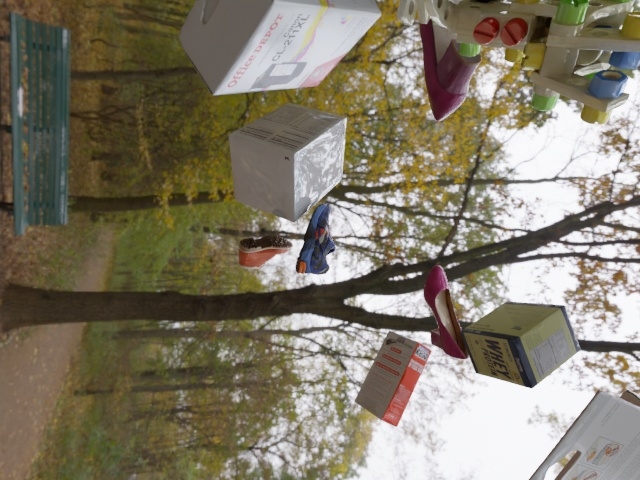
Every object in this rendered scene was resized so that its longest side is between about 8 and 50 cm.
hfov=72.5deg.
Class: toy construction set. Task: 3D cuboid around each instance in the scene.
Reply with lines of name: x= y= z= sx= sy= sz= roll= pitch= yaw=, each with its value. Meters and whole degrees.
toy construction set: x=0.241 y=-0.276 z=0.559 sx=0.327 sy=0.215 sz=0.151 roll=33 pitch=-34 yaw=17

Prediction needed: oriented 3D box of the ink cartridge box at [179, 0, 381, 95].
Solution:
ink cartridge box: x=-0.040 y=-0.226 z=0.463 sx=0.127 sy=0.175 sz=0.072 roll=-35 pitch=-95 yaw=44

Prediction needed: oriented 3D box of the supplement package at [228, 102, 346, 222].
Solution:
supplement package: x=-0.081 y=-0.218 z=1.175 sx=0.198 sy=0.263 sz=0.199 roll=21 pitch=-49 yaw=22

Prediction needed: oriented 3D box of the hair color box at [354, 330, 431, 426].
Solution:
hair color box: x=0.150 y=0.281 z=0.903 sx=0.093 sy=0.053 sz=0.167 roll=10 pitch=-111 yaw=59

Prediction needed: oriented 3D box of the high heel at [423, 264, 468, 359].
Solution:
high heel: x=0.337 y=0.190 z=1.146 sx=0.117 sy=0.082 sz=0.244 roll=16 pitch=-70 yaw=58

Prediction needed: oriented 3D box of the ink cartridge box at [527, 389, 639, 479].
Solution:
ink cartridge box: x=0.400 y=0.347 z=0.656 sx=0.275 sy=0.238 sz=0.060 roll=-61 pitch=-164 yaw=13

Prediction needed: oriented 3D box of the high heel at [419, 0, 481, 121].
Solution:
high heel: x=0.277 y=-0.484 z=1.070 sx=0.181 sy=0.127 sz=0.378 roll=111 pitch=-20 yaw=-59

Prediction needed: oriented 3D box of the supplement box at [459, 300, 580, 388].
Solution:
supplement box: x=0.223 y=0.113 z=0.494 sx=0.083 sy=0.083 sz=0.056 roll=-12 pitch=-79 yaw=66

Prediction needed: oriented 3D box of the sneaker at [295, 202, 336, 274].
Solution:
sneaker: x=0.000 y=0.000 z=1.128 sx=0.083 sy=0.087 sz=0.221 roll=119 pitch=-12 yaw=-58

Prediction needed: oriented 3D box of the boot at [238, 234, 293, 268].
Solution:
boot: x=-0.151 y=0.034 z=1.186 sx=0.059 sy=0.157 sz=0.085 roll=48 pitch=-47 yaw=44
